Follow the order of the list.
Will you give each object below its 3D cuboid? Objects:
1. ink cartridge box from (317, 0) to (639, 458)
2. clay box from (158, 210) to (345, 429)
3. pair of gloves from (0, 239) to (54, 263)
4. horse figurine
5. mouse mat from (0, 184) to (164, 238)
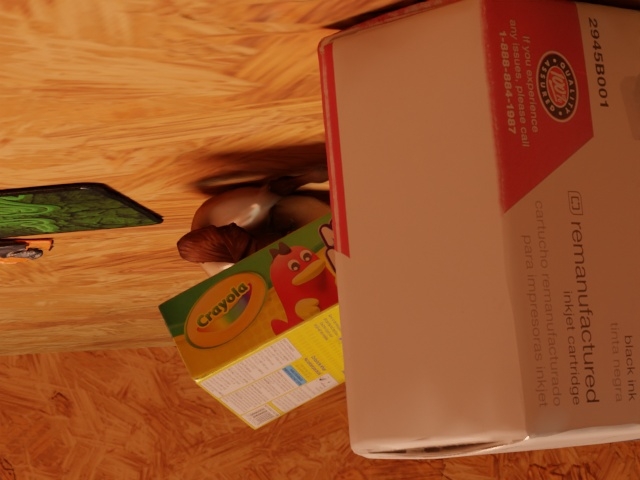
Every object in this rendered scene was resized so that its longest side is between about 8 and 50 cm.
[{"bbox_3d":[0.114,-0.002,0.664,0.218,0.158,0.092,1,171,-42],"label":"ink cartridge box"},{"bbox_3d":[0.036,0.017,0.922,0.222,0.053,0.127,-29,159,2],"label":"clay box"},{"bbox_3d":[-0.229,0.009,1.220,0.074,0.010,0.083,-2,173,-17],"label":"pair of gloves"},{"bbox_3d":[0.000,0.000,1.048,0.174,0.066,0.263,-15,170,36],"label":"horse figurine"},{"bbox_3d":[-0.187,-0.014,1.057,0.153,0.007,0.190,-5,173,6],"label":"mouse mat"}]
